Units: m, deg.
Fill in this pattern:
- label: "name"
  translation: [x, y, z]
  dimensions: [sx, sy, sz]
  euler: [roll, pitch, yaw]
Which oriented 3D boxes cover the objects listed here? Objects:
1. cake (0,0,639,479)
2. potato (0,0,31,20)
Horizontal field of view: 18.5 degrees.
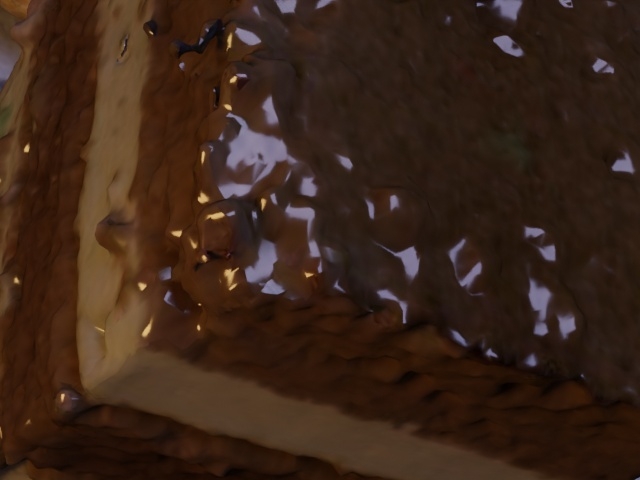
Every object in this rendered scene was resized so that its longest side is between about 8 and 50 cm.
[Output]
- label: "cake"
  translation: [0.000, 0.000, 0.900]
  dimensions: [0.282, 0.290, 0.255]
  euler: [19, 56, -25]
- label: "potato"
  translation: [-0.140, -0.193, 1.035]
  dimensions: [0.118, 0.109, 0.178]
  euler: [3, 62, -32]
